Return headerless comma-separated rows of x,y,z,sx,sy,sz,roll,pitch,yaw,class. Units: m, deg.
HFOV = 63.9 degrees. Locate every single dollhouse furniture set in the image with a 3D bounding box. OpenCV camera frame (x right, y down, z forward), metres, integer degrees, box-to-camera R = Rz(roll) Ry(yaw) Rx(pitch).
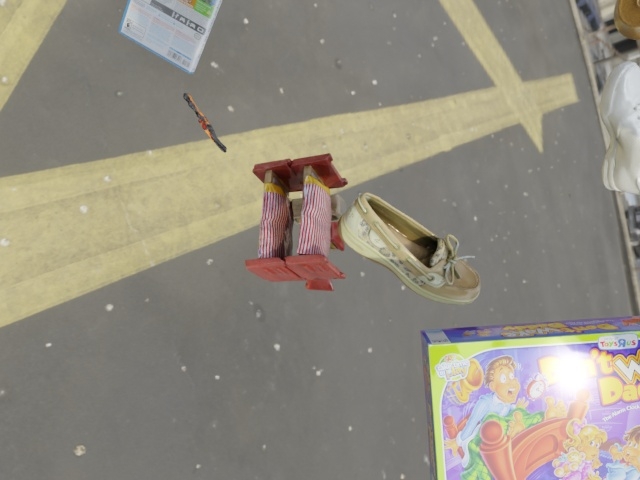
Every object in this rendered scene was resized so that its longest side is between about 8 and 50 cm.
0.000,0.000,1.028,0.374,0.152,0.201,42,46,-64,dollhouse furniture set

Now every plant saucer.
0.384,-0.281,0.605,0.015,0.083,0.083,-2,82,-33,plant saucer

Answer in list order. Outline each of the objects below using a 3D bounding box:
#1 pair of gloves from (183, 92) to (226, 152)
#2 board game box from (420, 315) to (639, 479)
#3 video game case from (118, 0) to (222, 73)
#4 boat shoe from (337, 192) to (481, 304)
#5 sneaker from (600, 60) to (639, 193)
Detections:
-0.153,-0.156,0.684,0.083,0.010,0.074,56,0,20,pair of gloves
0.320,0.231,0.692,0.078,0.348,0.233,-54,139,-84,board game box
-0.189,-0.325,0.677,0.119,0.166,0.015,31,22,5,video game case
0.169,0.019,0.897,0.286,0.089,0.104,27,45,-8,boat shoe
0.500,-0.172,0.800,0.080,0.094,0.212,-26,117,-18,sneaker
